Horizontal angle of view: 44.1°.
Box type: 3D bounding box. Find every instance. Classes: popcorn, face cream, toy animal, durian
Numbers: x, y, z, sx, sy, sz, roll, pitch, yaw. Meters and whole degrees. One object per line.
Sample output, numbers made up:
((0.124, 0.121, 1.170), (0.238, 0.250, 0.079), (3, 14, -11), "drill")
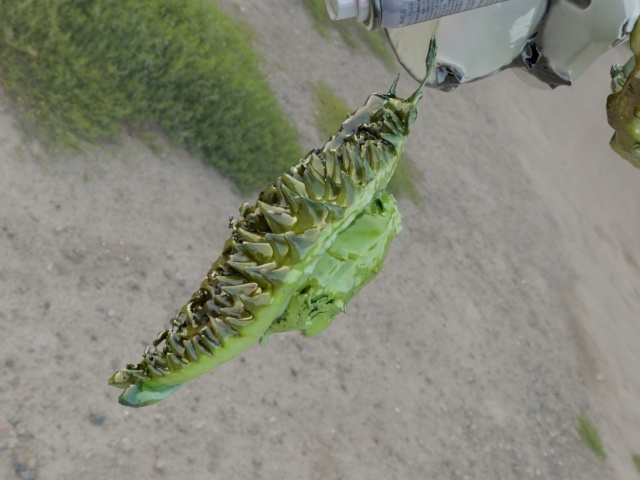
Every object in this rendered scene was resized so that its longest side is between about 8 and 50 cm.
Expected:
((0.375, -0.158, 0.812), (0.212, 0.198, 0.198), (22, 37, -39), "popcorn")
((0.116, -0.235, 0.683), (0.075, 0.229, 0.075), (165, -90, -83), "face cream")
((0.246, -0.306, 0.915), (0.309, 0.251, 0.251), (-8, 55, -20), "toy animal")
((-0.006, -0.005, 0.604), (0.106, 0.375, 0.132), (32, -16, 41), "durian")
